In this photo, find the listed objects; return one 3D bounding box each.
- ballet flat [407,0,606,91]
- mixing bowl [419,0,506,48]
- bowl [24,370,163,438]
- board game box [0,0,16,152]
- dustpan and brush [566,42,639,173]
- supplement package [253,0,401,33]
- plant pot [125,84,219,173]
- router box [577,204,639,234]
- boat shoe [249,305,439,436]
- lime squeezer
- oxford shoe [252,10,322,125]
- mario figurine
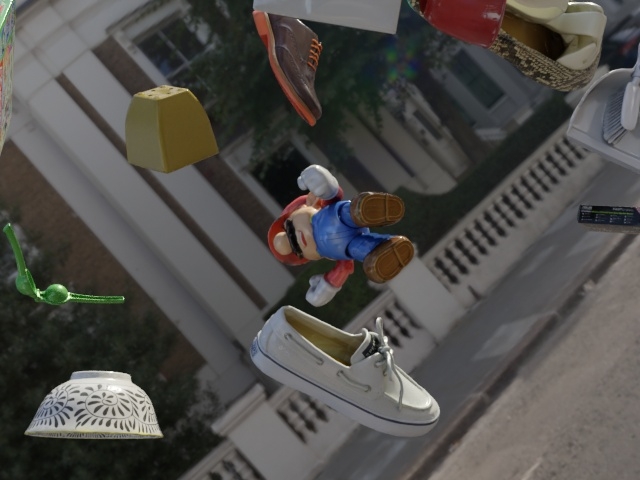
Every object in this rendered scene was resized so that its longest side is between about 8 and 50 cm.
[{"bbox_3d":[0.372,-0.382,1.259,0.182,0.483,0.163,-1,76,59],"label":"ballet flat"},{"bbox_3d":[0.195,-0.366,1.028,0.098,0.181,0.181,1,-6,-2],"label":"mixing bowl"},{"bbox_3d":[-0.286,0.212,0.934,0.170,0.080,0.170,0,-17,0],"label":"bowl"},{"bbox_3d":[-0.669,-0.328,1.486,0.213,0.046,0.317,-103,27,-46],"label":"board game box"},{"bbox_3d":[0.456,-0.219,1.067,0.060,0.147,0.211,130,162,-65],"label":"dustpan and brush"},{"bbox_3d":[0.032,-0.415,1.052,0.262,0.198,0.199,-69,-12,-73],"label":"supplement package"},{"bbox_3d":[-0.181,-0.136,0.857,0.081,0.082,0.083,-30,-54,-40],"label":"plant pot"},{"bbox_3d":[0.566,-0.039,1.390,0.092,0.123,0.038,19,-101,-55],"label":"router box"},{"bbox_3d":[0.073,0.208,1.261,0.156,0.367,0.135,-58,11,26],"label":"boat shoe"},{"bbox_3d":[-0.571,0.086,1.544,0.110,0.310,0.059,-54,38,-7],"label":"lime squeezer"},{"bbox_3d":[-0.040,-0.333,1.318,0.098,0.271,0.097,-24,-21,6],"label":"oxford shoe"},{"bbox_3d":[0.000,0.000,1.148,0.321,0.170,0.198,1,72,63],"label":"mario figurine"}]
